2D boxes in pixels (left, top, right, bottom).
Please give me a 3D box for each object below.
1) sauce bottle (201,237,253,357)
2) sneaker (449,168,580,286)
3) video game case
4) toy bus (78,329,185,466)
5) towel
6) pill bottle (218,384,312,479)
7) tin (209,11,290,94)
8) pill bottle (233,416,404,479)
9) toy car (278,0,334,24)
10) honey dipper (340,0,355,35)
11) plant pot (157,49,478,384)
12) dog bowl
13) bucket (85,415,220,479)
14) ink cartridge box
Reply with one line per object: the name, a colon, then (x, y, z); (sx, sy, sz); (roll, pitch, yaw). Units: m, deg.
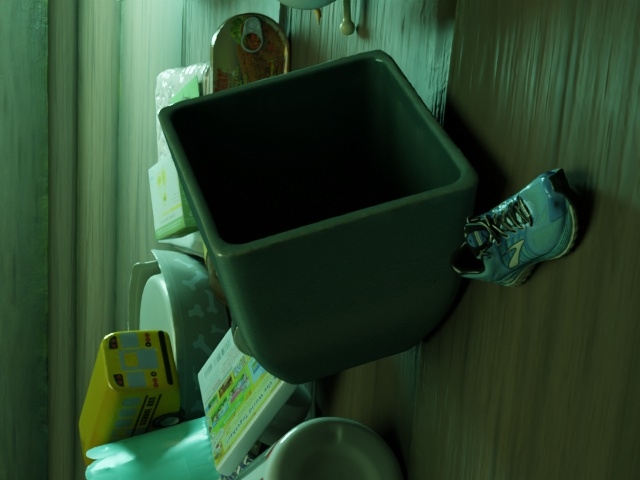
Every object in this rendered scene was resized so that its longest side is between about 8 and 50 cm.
sauce bottle: (-0.099, 0.019, 1.523); (0.344, 0.111, 0.111); (-104, 22, -53)
sneaker: (0.160, -0.004, 0.982); (0.162, 0.073, 0.063); (121, 141, -55)
video game case: (-0.082, 0.159, 1.520); (0.227, 0.026, 0.206); (-54, 27, 19)
toy bus: (-0.295, 0.268, 1.813); (0.332, 0.130, 0.108); (117, 144, -50)
towel: (-0.218, -0.135, 1.952); (0.332, 0.053, 0.316); (-168, 76, -67)
pill bottle: (-0.070, 0.270, 1.550); (0.094, 0.094, 0.169); (54, 129, 54)
tin: (-0.097, -0.209, 1.560); (0.040, 0.106, 0.189); (-151, 61, -65)
pill bottle: (-0.024, 0.317, 1.369); (0.283, 0.161, 0.161); (130, 133, -60)
toy car: (-0.022, -0.344, 1.261); (0.238, 0.219, 0.210); (88, 168, -60)
honey dipper: (0.028, -0.317, 1.342); (0.030, 0.031, 0.160); (-159, 65, -67)
plant pot: (0.000, 0.000, 1.177); (0.248, 0.247, 0.252); (-118, 16, -47)
dog bowl: (-0.242, 0.182, 1.983); (0.349, 0.102, 0.348); (178, 90, -68)
bucket: (-0.206, 0.400, 1.700); (0.281, 0.183, 0.281); (160, 90, -87)
ink cartridge box: (-0.227, -0.127, 1.842); (0.171, 0.056, 0.235); (162, 101, -67)
